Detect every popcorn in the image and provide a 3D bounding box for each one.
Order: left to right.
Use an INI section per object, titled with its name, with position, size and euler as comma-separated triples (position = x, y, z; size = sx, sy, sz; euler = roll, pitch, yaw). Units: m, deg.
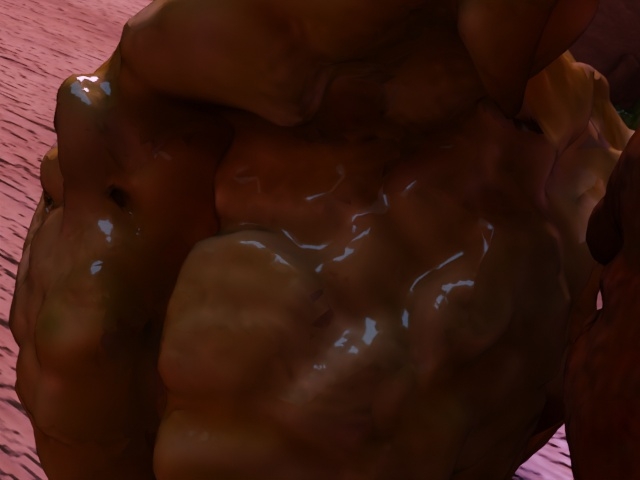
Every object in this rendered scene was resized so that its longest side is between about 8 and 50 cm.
[popcorn]
position = 0.000, 0.000, 0.602
size = 0.225, 0.332, 0.265
euler = 28, 61, 10

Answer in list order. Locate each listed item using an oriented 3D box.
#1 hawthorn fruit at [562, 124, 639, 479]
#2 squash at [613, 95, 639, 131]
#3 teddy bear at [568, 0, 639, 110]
[hawthorn fruit]
position = 0.198, 0.051, 0.498
size = 0.258, 0.258, 0.262
euler = -21, 51, -35
[squash]
position = 0.319, -0.064, 0.936
size = 0.379, 0.101, 0.101
euler = -3, 22, 8
[teddy bear]
position = 0.167, -0.155, 0.998
size = 0.236, 0.267, 0.151
euler = 11, 54, -30
